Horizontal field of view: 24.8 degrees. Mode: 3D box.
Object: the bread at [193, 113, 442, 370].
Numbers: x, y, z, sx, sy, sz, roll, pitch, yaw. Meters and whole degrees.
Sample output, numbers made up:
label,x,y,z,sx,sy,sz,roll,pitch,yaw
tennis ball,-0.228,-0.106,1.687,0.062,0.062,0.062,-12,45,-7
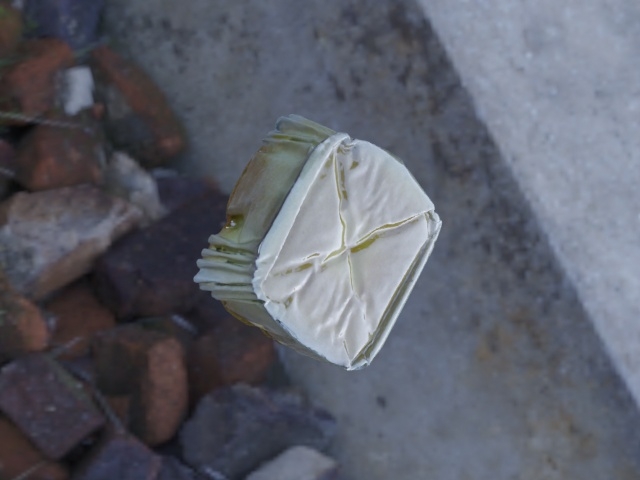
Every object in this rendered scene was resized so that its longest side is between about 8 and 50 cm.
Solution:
label,x,y,z,sx,sy,sz,roll,pitch,yaw
bread,-0.002,0.002,1.392,0.192,0.110,0.210,36,72,-35
